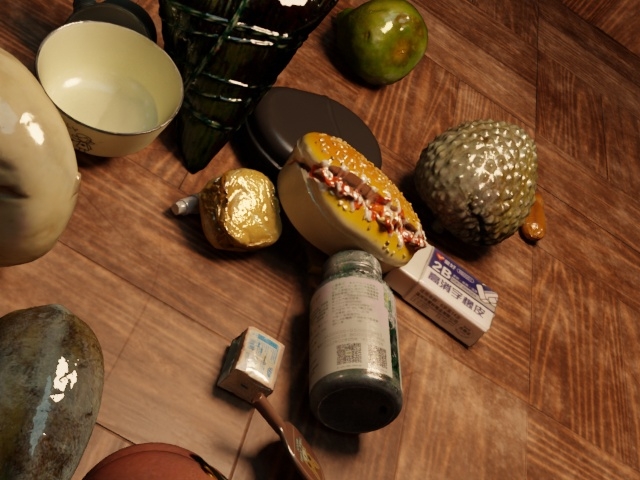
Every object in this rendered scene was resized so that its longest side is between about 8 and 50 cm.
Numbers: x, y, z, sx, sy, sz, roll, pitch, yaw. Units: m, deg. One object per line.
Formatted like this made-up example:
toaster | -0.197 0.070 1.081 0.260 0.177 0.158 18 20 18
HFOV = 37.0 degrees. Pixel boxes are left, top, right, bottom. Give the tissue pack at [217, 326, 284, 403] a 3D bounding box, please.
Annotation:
tissue pack | -0.100 0.183 1.411 0.074 0.059 0.094 32 37 -14

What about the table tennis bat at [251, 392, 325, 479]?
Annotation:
table tennis bat | -0.084 0.307 1.341 0.170 0.119 0.107 55 6 -17

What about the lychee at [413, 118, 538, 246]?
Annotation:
lychee | 0.322 -0.120 1.945 0.255 0.274 0.255 46 7 -8

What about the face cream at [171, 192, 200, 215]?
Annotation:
face cream | -0.198 -0.065 1.602 0.130 0.034 0.034 -18 65 -50

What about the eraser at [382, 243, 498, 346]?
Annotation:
eraser | 0.225 0.089 1.787 0.210 0.068 0.124 36 39 -5

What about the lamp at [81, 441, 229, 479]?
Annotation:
lamp | -0.161 0.368 1.014 0.305 0.240 0.305 51 -7 9

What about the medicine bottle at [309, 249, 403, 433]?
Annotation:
medicine bottle | 0.053 0.148 1.511 0.141 0.141 0.293 23 40 -22

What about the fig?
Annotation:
fig | 0.111 -0.474 2.207 0.206 0.206 0.275 5 21 -38

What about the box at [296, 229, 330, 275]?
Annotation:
box | 0.000 0.000 1.720 0.087 0.023 0.155 11 45 -30

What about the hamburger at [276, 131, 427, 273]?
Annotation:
hamburger | 0.060 -0.066 1.661 0.295 0.151 0.227 31 29 -33

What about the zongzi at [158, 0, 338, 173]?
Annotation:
zongzi | -0.201 -0.378 1.636 0.362 0.383 0.319 25 34 -31

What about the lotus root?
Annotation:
lotus root | -0.339 0.213 1.104 0.158 0.140 0.322 23 42 -23

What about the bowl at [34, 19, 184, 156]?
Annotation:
bowl | -0.348 -0.225 1.540 0.238 0.126 0.237 13 51 -17

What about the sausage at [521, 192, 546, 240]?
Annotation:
sausage | 0.484 -0.055 2.177 0.062 0.054 0.183 61 25 -28

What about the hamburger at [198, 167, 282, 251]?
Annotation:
hamburger | -0.132 -0.050 1.583 0.147 0.083 0.138 0 80 -47

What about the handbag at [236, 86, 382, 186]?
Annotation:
handbag | -0.014 -0.183 1.838 0.308 0.093 0.253 7 47 -37

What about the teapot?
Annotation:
teapot | -0.353 -0.347 1.684 0.239 0.162 0.149 55 18 -23

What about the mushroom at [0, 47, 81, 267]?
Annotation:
mushroom | -0.487 -0.089 1.208 0.336 0.314 0.314 -32 75 -31
